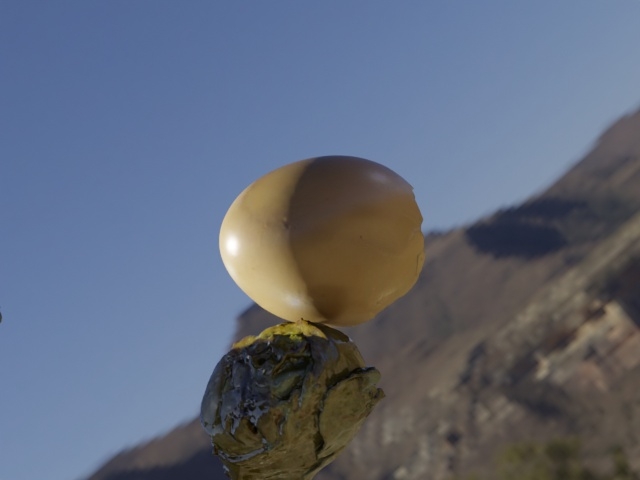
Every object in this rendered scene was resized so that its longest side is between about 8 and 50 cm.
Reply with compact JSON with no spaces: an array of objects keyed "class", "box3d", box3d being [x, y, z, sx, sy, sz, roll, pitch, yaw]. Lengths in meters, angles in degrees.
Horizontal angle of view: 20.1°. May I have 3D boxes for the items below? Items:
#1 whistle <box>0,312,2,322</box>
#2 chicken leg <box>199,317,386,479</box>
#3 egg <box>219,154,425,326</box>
[{"class":"whistle","box3d":[-0.432,0.149,1.642,0.326,0.068,0.057,-38,-20,-9]},{"class":"chicken leg","box3d":[-0.049,0.262,2.109,0.153,0.201,0.429,-92,10,-53]},{"class":"egg","box3d":[0.000,0.000,2.091,0.244,0.201,0.201,2,-29,-26]}]
